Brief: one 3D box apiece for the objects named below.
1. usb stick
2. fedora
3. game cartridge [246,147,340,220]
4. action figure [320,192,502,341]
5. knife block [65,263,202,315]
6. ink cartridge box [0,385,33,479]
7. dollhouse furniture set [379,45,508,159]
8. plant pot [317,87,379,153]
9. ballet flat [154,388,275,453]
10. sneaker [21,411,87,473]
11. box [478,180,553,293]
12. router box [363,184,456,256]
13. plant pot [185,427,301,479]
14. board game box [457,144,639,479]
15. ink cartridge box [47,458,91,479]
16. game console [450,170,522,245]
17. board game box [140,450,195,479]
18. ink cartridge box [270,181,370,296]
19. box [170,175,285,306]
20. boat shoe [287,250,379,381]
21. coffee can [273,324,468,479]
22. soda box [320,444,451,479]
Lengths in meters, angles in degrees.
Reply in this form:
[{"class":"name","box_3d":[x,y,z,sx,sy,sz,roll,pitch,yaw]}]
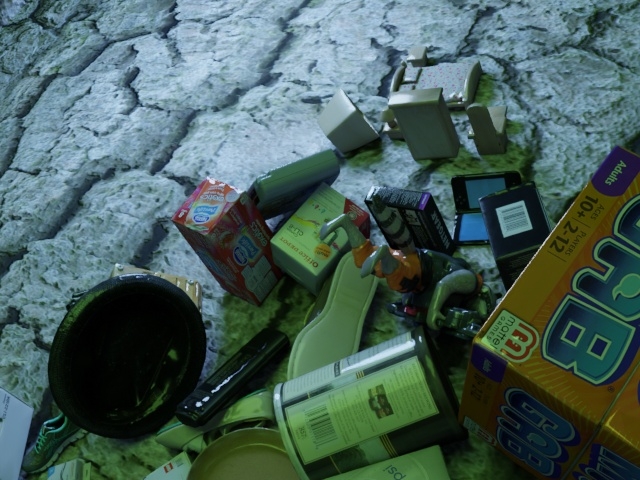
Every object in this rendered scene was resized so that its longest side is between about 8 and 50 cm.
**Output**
[{"class":"usb stick","box_3d":[-0.165,0.260,1.695,0.077,0.045,0.278,11,37,37]},{"class":"fedora","box_3d":[-0.399,0.228,1.795,0.334,0.334,0.152,-46,16,-15]},{"class":"game cartridge","box_3d":[-0.068,-0.108,1.873,0.198,0.297,0.062,-18,82,-19]},{"class":"action figure","box_3d":[0.198,0.066,1.536,0.341,0.330,0.179,16,81,60]},{"class":"knife block","box_3d":[-0.426,0.170,1.967,0.275,0.242,0.088,12,44,-20]},{"class":"ink cartridge box","box_3d":[-0.751,0.446,1.836,0.272,0.114,0.197,-23,44,22]},{"class":"dollhouse furniture set","box_3d":[0.286,-0.373,1.983,0.303,0.174,0.356,0,52,27]},{"class":"plant pot","box_3d":[0.057,-0.273,2.072,0.096,0.109,0.109,-39,43,10]},{"class":"ballet flat","box_3d":[-0.196,0.361,1.669,0.248,0.086,0.086,-24,45,6]},{"class":"sneaker","box_3d":[-0.560,0.407,1.818,0.166,0.076,0.065,-43,45,-12]},{"class":"box","box_3d":[0.367,0.026,1.564,0.108,0.207,0.153,-18,47,13]},{"class":"router box","box_3d":[0.179,-0.031,1.736,0.133,0.179,0.046,11,60,34]},{"class":"plant pot","box_3d":[-0.121,0.439,1.546,0.236,0.032,0.236,-2,47,2]},{"class":"board game box","box_3d":[0.443,0.167,1.221,0.356,0.356,0.356,33,70,20]},{"class":"ink cartridge box","box_3d":[-0.506,0.472,1.766,0.083,0.028,0.048,-20,45,10]},{"class":"game console","box_3d":[0.329,-0.065,1.756,0.144,0.124,0.085,-3,24,25]},{"class":"board game box","box_3d":[-0.262,0.544,1.554,0.193,0.053,0.305,-33,44,-4]},{"class":"ink cartridge box","box_3d":[0.000,0.000,1.815,0.128,0.127,0.176,36,73,16]},{"class":"box","box_3d":[-0.183,0.004,1.841,0.122,0.257,0.128,22,64,38]},{"class":"boat shoe","box_3d":[0.019,0.173,1.701,0.116,0.097,0.324,26,64,-4]},{"class":"coffee can","box_3d":[0.085,0.287,1.489,0.275,0.202,0.202,-23,45,9]},{"class":"soda box","box_3d":[0.075,0.428,1.417,0.286,0.098,0.091,-17,47,2]}]
